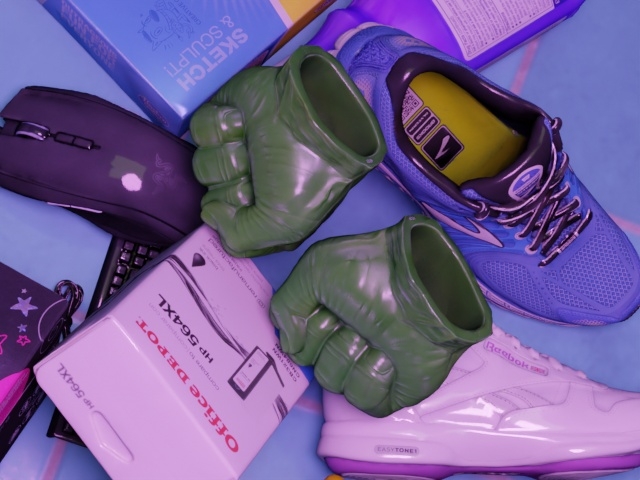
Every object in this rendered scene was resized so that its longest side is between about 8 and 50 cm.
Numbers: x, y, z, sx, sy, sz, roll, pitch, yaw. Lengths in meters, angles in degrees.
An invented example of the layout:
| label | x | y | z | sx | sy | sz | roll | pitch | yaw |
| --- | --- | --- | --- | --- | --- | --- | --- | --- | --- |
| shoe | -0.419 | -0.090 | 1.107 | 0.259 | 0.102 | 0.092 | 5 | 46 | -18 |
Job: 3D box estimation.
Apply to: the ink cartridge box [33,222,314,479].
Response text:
| label | x | y | z | sx | sy | sz | roll | pitch | yaw |
| --- | --- | --- | --- | --- | --- | --- | --- | --- | --- |
| ink cartridge box | -0.096 | 0.092 | 1.274 | 0.086 | 0.203 | 0.148 | -34 | 97 | 26 |

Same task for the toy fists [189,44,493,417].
| label | x | y | z | sx | sy | sz | roll | pitch | yaw |
| --- | --- | --- | --- | --- | --- | --- | --- | --- | --- |
| toy fists | 0.000 | 0.000 | 1.288 | 0.096 | 0.142 | 0.279 | -24 | 80 | -54 |

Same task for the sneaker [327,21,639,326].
| label | x | y | z | sx | sy | sz | roll | pitch | yaw |
| --- | --- | --- | --- | --- | --- | --- | --- | --- | --- |
| sneaker | 0.140 | -0.035 | 1.361 | 0.330 | 0.147 | 0.129 | 39 | 85 | -22 |

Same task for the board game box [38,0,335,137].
| label | x | y | z | sx | sy | sz | roll | pitch | yaw |
| --- | --- | --- | --- | --- | --- | --- | --- | --- | --- |
| board game box | -0.087 | -0.272 | 1.455 | 0.242 | 0.064 | 0.316 | 46 | 71 | 3 |

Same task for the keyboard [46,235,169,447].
| label | x | y | z | sx | sy | sz | roll | pitch | yaw |
| --- | --- | --- | --- | --- | --- | --- | --- | --- | --- |
| keyboard | -0.163 | 0.075 | 1.368 | 0.108 | 0.023 | 0.180 | 18 | 72 | -6 |

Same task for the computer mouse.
| label | x | y | z | sx | sy | sz | roll | pitch | yaw |
| --- | --- | --- | --- | --- | --- | --- | --- | --- | --- |
| computer mouse | -0.218 | -0.043 | 1.355 | 0.262 | 0.060 | 0.184 | 25 | 72 | 4 |

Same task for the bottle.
| label | x | y | z | sx | sy | sz | roll | pitch | yaw |
| --- | --- | --- | --- | --- | --- | --- | --- | --- | --- |
| bottle | 0.090 | -0.182 | 1.453 | 0.283 | 0.092 | 0.118 | -33 | 86 | -18 |

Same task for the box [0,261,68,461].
| label | x | y | z | sx | sy | sz | roll | pitch | yaw |
| --- | --- | --- | --- | --- | --- | --- | --- | --- | --- |
| box | -0.305 | 0.133 | 1.223 | 0.142 | 0.163 | 0.247 | 30 | 59 | 3 |

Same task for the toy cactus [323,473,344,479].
| label | x | y | z | sx | sy | sz | roll | pitch | yaw |
| --- | --- | --- | --- | --- | --- | --- | --- | --- | --- |
| toy cactus | 0.051 | 0.276 | 1.322 | 0.219 | 0.112 | 0.180 | 14 | 86 | -25 |

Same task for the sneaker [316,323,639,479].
| label | x | y | z | sx | sy | sz | roll | pitch | yaw |
| --- | --- | --- | --- | --- | --- | --- | --- | --- | --- |
| sneaker | 0.149 | 0.114 | 1.373 | 0.305 | 0.114 | 0.152 | 2 | 75 | -11 |
